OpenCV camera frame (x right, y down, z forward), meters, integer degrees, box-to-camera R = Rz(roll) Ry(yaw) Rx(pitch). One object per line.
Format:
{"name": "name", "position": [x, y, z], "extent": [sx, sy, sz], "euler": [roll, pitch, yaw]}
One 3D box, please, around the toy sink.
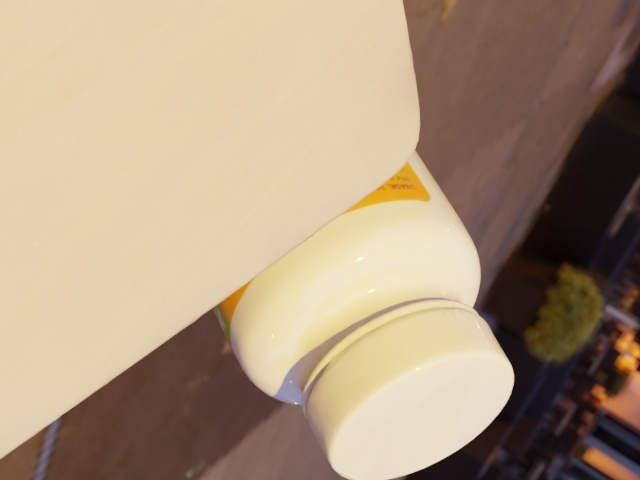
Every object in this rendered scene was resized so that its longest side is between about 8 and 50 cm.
{"name": "toy sink", "position": [-0.107, -0.046, 0.421], "extent": [0.234, 0.131, 0.153], "euler": [-36, 140, -19]}

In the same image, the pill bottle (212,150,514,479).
{"name": "pill bottle", "position": [0.000, 0.000, 0.775], "extent": [0.136, 0.246, 0.136], "euler": [-19, 144, -15]}
